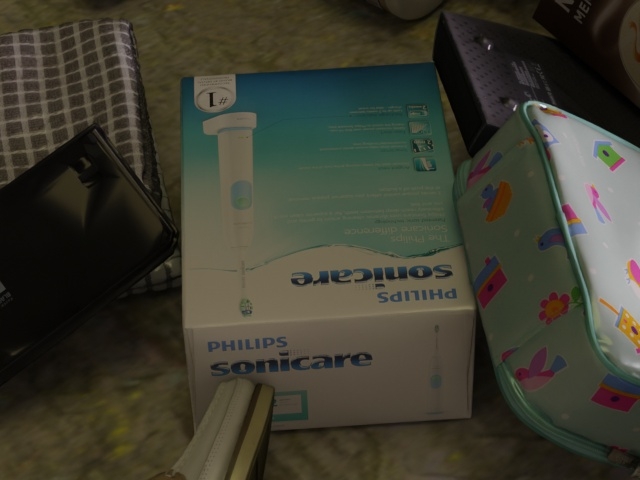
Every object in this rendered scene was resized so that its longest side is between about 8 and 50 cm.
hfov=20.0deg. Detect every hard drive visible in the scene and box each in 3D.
[{"bbox_3d":[0.217,-0.100,1.511,0.254,0.054,0.172,13,38,-25],"label":"hard drive"}]

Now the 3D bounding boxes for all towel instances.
[{"bbox_3d":[-0.251,-0.068,1.526,0.235,0.121,0.284,-10,44,-6],"label":"towel"}]

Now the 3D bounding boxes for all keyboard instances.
[{"bbox_3d":[-0.285,0.021,1.387,0.317,0.033,0.201,-36,79,-5],"label":"keyboard"}]

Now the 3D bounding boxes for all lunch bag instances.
[{"bbox_3d":[0.218,0.046,1.321,0.224,0.108,0.279,23,40,-33],"label":"lunch bag"}]

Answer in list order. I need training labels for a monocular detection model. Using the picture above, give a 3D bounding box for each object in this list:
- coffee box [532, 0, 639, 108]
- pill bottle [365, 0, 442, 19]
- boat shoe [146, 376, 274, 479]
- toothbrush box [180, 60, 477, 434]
[{"bbox_3d":[0.311,-0.171,1.489,0.098,0.141,0.246,-30,64,-38],"label":"coffee box"},{"bbox_3d":[0.037,-0.298,1.759,0.186,0.112,0.112,32,53,31],"label":"pill bottle"},{"bbox_3d":[-0.109,0.207,1.228,0.103,0.113,0.302,13,46,9],"label":"boat shoe"},{"bbox_3d":[0.000,0.000,1.432,0.216,0.126,0.295,-4,42,-2],"label":"toothbrush box"}]
